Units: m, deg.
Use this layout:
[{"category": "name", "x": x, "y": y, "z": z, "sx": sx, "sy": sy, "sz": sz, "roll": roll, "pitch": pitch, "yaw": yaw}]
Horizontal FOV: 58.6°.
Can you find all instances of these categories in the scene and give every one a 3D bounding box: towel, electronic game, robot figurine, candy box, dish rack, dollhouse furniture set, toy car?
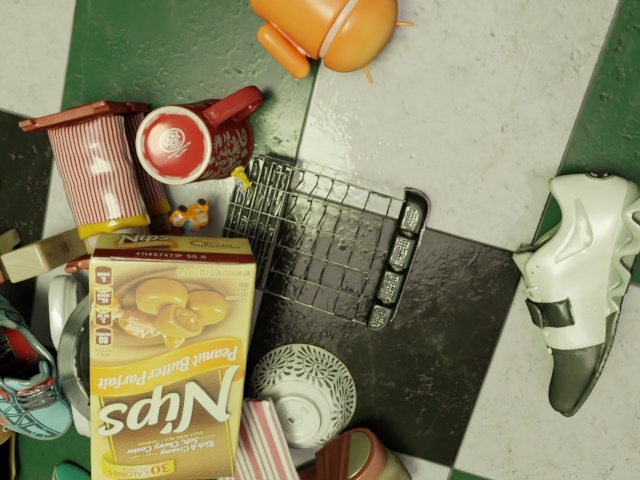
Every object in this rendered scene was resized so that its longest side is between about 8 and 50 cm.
[{"category": "towel", "x": -0.116, "y": 0.295, "z": 0.850, "sx": 0.196, "sy": 0.029, "sz": 0.144, "roll": -10, "pitch": 102, "yaw": 40}, {"category": "electronic game", "x": -0.256, "y": 0.162, "z": 0.826, "sx": 0.229, "sy": 0.048, "sz": 0.230, "roll": 3, "pitch": 82, "yaw": -21}, {"category": "robot figurine", "x": 0.001, "y": -0.294, "z": 0.702, "sx": 0.219, "sy": 0.128, "sz": 0.158, "roll": 37, "pitch": 61, "yaw": -2}, {"category": "candy box", "x": -0.189, "y": 0.153, "z": 0.718, "sx": 0.182, "sy": 0.087, "sz": 0.317, "roll": 3, "pitch": 111, "yaw": -15}, {"category": "dish rack", "x": 0.000, "y": 0.000, "z": 0.797, "sx": 0.271, "sy": 0.074, "sz": 0.209, "roll": 17, "pitch": 102, "yaw": 4}, {"category": "dollhouse furniture set", "x": -0.400, "y": -0.047, "z": 0.787, "sx": 0.373, "sy": 0.152, "sz": 0.202, "roll": -14, "pitch": 100, "yaw": 9}, {"category": "toy car", "x": -0.148, "y": -0.048, "z": 0.762, "sx": 0.122, "sy": 0.060, "sz": 0.041, "roll": -34, "pitch": 83, "yaw": 32}]

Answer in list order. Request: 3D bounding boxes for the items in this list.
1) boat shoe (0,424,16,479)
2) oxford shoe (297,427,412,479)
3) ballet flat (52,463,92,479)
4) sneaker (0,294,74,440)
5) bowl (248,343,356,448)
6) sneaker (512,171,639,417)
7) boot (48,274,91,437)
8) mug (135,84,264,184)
[{"category": "boat shoe", "x": -0.523, "y": 0.275, "z": 0.904, "sx": 0.104, "sy": 0.111, "sz": 0.308, "roll": 15, "pitch": 113, "yaw": -1}, {"category": "oxford shoe", "x": -0.015, "y": 0.424, "z": 0.868, "sx": 0.348, "sy": 0.123, "sz": 0.130, "roll": -37, "pitch": 115, "yaw": 21}, {"category": "ballet flat", "x": -0.378, "y": 0.435, "z": 0.943, "sx": 0.168, "sy": 0.057, "sz": 0.052, "roll": 35, "pitch": 114, "yaw": -2}, {"category": "sneaker", "x": -0.428, "y": 0.201, "z": 0.812, "sx": 0.125, "sy": 0.104, "sz": 0.262, "roll": 14, "pitch": 132, "yaw": 43}, {"category": "bowl", "x": -0.033, "y": 0.248, "z": 0.849, "sx": 0.169, "sy": 0.080, "sz": 0.170, "roll": 1, "pitch": 103, "yaw": 6}, {"category": "sneaker", "x": 0.325, "y": 0.069, "z": 0.763, "sx": 0.146, "sy": 0.122, "sz": 0.331, "roll": 13, "pitch": 105, "yaw": 22}, {"category": "boot", "x": -0.322, "y": 0.169, "z": 0.870, "sx": 0.123, "sy": 0.095, "sz": 0.259, "roll": -9, "pitch": 105, "yaw": -4}, {"category": "mug", "x": -0.154, "y": -0.143, "z": 0.730, "sx": 0.113, "sy": 0.169, "sz": 0.150, "roll": 23, "pitch": 104, "yaw": 2}]
